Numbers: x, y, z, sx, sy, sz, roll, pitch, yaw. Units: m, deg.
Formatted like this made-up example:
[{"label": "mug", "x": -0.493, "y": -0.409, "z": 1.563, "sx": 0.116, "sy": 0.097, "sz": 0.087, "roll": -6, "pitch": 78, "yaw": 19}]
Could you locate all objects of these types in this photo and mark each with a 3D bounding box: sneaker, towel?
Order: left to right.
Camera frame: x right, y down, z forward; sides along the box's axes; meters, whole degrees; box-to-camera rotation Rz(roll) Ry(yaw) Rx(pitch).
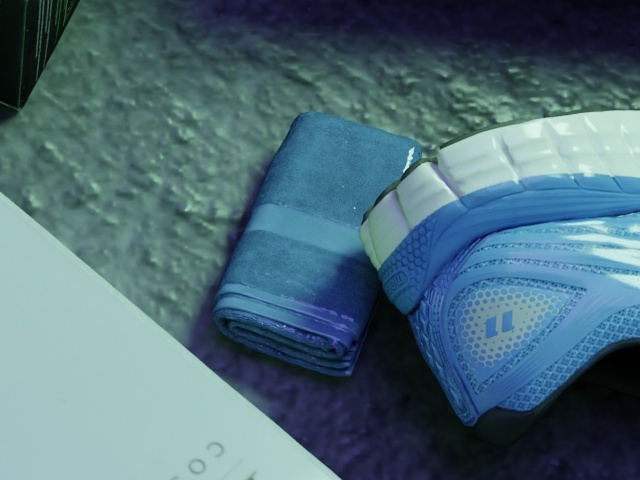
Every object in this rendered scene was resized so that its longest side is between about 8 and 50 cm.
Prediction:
[{"label": "towel", "x": 0.000, "y": 0.000, "z": 0.862, "sx": 0.067, "sy": 0.029, "sz": 0.119, "roll": 20, "pitch": 56, "yaw": 4}, {"label": "sneaker", "x": 0.185, "y": 0.013, "z": 0.845, "sx": 0.330, "sy": 0.130, "sz": 0.147, "roll": -13, "pitch": 76, "yaw": -17}]

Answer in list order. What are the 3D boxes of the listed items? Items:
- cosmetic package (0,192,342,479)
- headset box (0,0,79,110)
[{"label": "cosmetic package", "x": -0.233, "y": 0.055, "z": 0.708, "sx": 0.453, "sy": 0.161, "sz": 0.230, "roll": 38, "pitch": 59, "yaw": 15}, {"label": "headset box", "x": -0.180, "y": -0.246, "z": 0.878, "sx": 0.246, "sy": 0.131, "sz": 0.283, "roll": 24, "pitch": 71, "yaw": -3}]
